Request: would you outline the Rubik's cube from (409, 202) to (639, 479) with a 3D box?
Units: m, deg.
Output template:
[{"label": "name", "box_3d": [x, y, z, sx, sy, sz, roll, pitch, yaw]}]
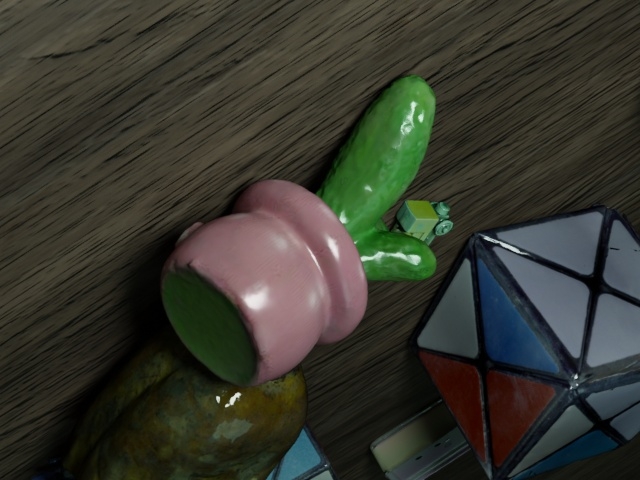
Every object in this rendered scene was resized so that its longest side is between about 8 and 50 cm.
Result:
[{"label": "Rubik's cube", "box_3d": [0.370, 0.164, 1.938, 0.310, 0.305, 0.307, -13, 145, -30]}]

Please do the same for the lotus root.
[{"label": "lotus root", "box_3d": [-0.165, 0.237, 1.611, 0.250, 0.250, 0.346, 8, 132, -48]}]

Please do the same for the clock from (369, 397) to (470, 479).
[{"label": "clock", "box_3d": [0.201, 0.378, 2.326, 0.192, 0.071, 0.147, -34, 150, 3]}]

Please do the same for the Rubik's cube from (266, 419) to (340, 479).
[{"label": "Rubik's cube", "box_3d": [-0.099, 0.335, 1.856, 0.205, 0.205, 0.207, -30, 151, -4]}]

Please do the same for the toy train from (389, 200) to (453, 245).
[{"label": "toy train", "box_3d": [0.131, -0.008, 1.723, 0.081, 0.050, 0.122, 0, 138, -36]}]

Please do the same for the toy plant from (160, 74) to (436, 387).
[{"label": "toy plant", "box_3d": [-0.007, 0.000, 1.462, 0.356, 0.210, 0.317, -29, 150, -31]}]

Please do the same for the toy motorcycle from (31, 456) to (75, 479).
[{"label": "toy motorcycle", "box_3d": [-0.320, 0.347, 1.808, 0.114, 0.076, 0.205, -33, 150, 16]}]
